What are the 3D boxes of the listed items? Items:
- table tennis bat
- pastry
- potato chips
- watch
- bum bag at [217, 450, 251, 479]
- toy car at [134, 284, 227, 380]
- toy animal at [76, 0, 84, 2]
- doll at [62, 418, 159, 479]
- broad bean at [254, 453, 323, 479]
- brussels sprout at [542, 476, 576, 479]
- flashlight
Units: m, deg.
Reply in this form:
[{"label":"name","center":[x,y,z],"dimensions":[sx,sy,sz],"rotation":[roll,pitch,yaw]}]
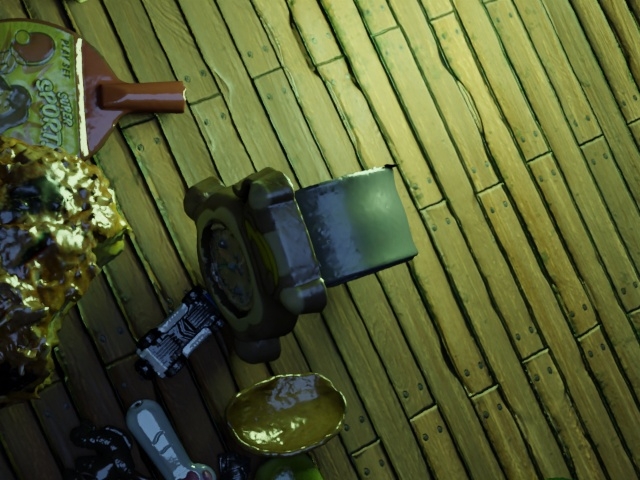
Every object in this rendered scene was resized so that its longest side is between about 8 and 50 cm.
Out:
[{"label":"table tennis bat","center":[-0.429,-0.232,1.598],"dimensions":[0.415,0.051,0.268],"rotation":[-2,82,-15]},{"label":"pastry","center":[-0.483,0.024,1.409],"dimensions":[0.337,0.292,0.405],"rotation":[29,69,-11]},{"label":"potato chips","center":[-0.054,0.294,1.621],"dimensions":[0.202,0.049,0.150],"rotation":[-23,62,-19]},{"label":"watch","center":[0.000,0.000,1.540],"dimensions":[0.327,0.335,0.314],"rotation":[-18,88,-29]},{"label":"bum bag","center":[-0.138,0.408,1.594],"dimensions":[0.058,0.034,0.124],"rotation":[-5,82,-5]},{"label":"toy car","center":[-0.232,0.156,1.585],"dimensions":[0.080,0.070,0.170],"rotation":[46,69,-6]},{"label":"toy animal","center":[-0.352,-0.477,1.571],"dimensions":[0.169,0.233,0.121],"rotation":[-6,78,-11]},{"label":"doll","center":[-0.343,0.364,1.526],"dimensions":[0.139,0.057,0.165],"rotation":[-41,86,-17]},{"label":"broad bean","center":[-0.041,0.434,1.603],"dimensions":[0.124,0.082,0.174],"rotation":[-34,83,-23]},{"label":"brussels sprout","center":[0.437,0.521,1.662],"dimensions":[0.272,0.219,0.210],"rotation":[20,79,2]},{"label":"flashlight","center":[-0.243,0.344,1.564],"dimensions":[0.093,0.047,0.200],"rotation":[-32,93,-20]}]
